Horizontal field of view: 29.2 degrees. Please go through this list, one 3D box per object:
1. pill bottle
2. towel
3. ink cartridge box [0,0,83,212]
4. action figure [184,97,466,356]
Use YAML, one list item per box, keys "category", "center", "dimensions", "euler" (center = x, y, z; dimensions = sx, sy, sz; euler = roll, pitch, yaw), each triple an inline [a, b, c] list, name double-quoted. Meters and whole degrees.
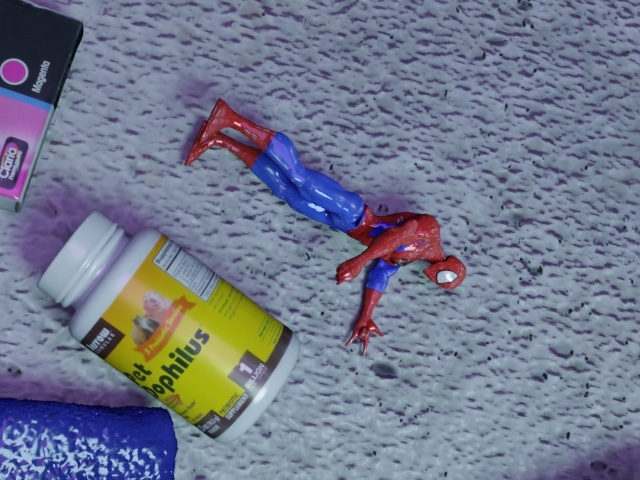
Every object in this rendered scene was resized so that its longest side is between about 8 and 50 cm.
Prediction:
- category: "pill bottle"
  center: [-0.131, 0.070, 1.054]
  dimensions: [0.215, 0.117, 0.117]
  euler: [37, 73, -7]
- category: "towel"
  center: [-0.276, 0.236, 0.996]
  dimensions: [0.308, 0.076, 0.227]
  euler: [7, 85, -24]
- category: "ink cartridge box"
  center: [-0.406, -0.165, 1.046]
  dimensions: [0.371, 0.069, 0.175]
  euler: [18, 77, -10]
- category: "action figure"
  center: [0.000, 0.000, 1.119]
  dimensions: [0.280, 0.091, 0.139]
  euler: [26, 69, -10]
